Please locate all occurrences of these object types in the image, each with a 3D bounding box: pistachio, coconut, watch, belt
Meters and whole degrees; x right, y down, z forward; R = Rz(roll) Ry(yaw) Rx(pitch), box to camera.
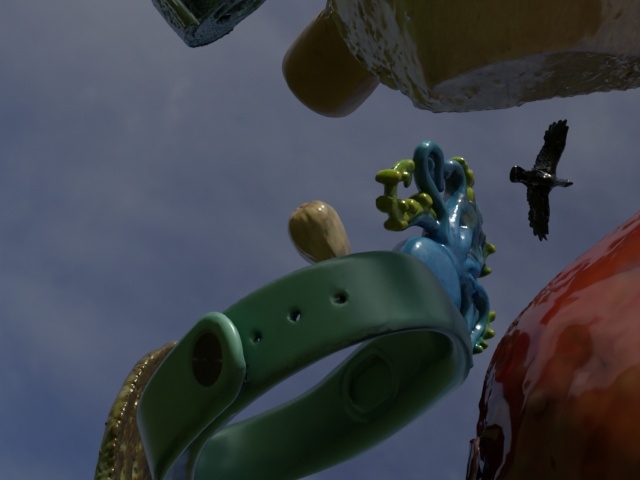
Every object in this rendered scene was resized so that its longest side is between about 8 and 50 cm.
[{"bbox_3d":[0.000,0.000,1.934,0.200,0.117,0.145,65,2,-45],"label":"pistachio"},{"bbox_3d":[0.146,-0.237,0.581,0.297,0.297,0.254,21,-47,37],"label":"coconut"},{"bbox_3d":[-0.013,0.095,0.548,0.237,0.195,0.068,-43,-122,36],"label":"watch"},{"bbox_3d":[-0.105,-0.269,0.922,0.082,0.147,0.163,47,-6,-5],"label":"belt"}]

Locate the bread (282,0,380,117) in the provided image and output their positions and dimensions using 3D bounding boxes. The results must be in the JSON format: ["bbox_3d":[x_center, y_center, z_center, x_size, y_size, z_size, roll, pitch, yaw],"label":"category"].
[{"bbox_3d":[0.021,-0.248,1.244,0.134,0.085,0.173,43,-43,-2],"label":"bread"}]

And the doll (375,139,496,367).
[{"bbox_3d":[0.172,0.023,1.353,0.098,0.341,0.346,-10,-69,33],"label":"doll"}]

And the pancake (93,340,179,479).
[{"bbox_3d":[-0.256,0.289,1.289,0.054,0.376,0.197,-7,-54,20],"label":"pancake"}]

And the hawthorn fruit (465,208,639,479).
[{"bbox_3d":[0.166,0.119,0.365,0.276,0.307,0.276,155,-90,-88],"label":"hawthorn fruit"}]

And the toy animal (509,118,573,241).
[{"bbox_3d":[0.393,-0.108,1.576,0.062,0.108,0.220,19,-76,59],"label":"toy animal"}]
